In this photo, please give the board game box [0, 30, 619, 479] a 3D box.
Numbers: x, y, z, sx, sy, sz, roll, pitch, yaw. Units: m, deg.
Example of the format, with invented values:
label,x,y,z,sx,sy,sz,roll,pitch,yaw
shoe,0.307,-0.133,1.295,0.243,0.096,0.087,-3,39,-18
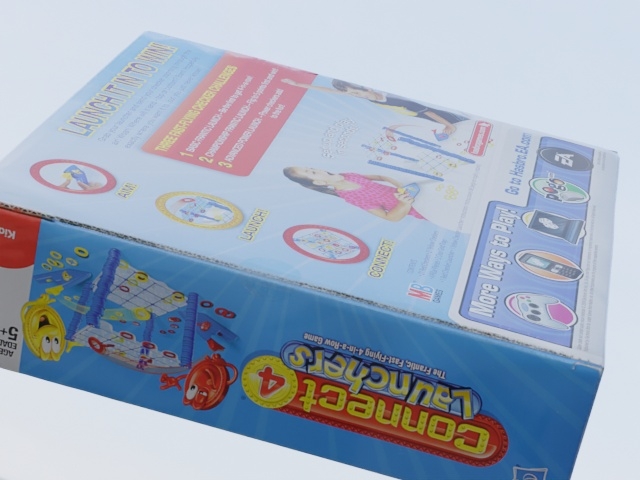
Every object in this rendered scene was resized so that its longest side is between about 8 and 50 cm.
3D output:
label,x,y,z,sx,sy,sz,roll,pitch,yaw
board game box,0.000,0.000,0.906,0.302,0.086,0.308,15,23,6
